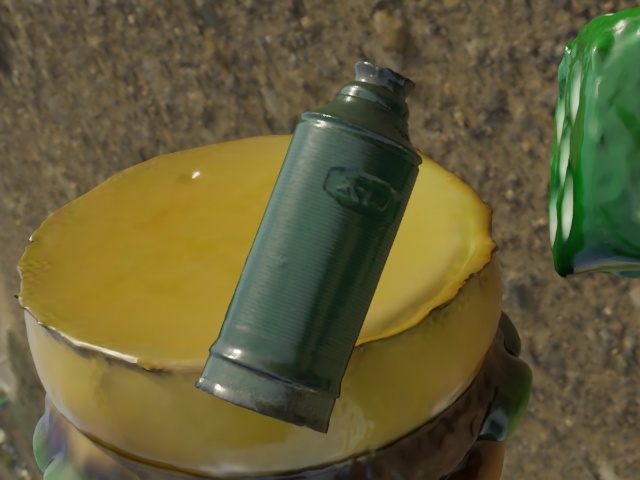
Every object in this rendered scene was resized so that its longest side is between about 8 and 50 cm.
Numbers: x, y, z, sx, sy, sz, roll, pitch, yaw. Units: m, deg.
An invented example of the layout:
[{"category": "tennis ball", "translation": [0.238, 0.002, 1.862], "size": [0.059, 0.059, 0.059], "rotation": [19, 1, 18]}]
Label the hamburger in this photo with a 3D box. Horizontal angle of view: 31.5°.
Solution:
[{"category": "hamburger", "translation": [-0.047, 0.106, 0.919], "size": [0.395, 0.395, 0.278], "rotation": [35, 139, 51]}]

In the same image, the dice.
[{"category": "dice", "translation": [0.174, -0.040, 0.518], "size": [0.131, 0.128, 0.120], "rotation": [37, -125, -83]}]

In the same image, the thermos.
[{"category": "thermos", "translation": [0.003, 0.001, 0.594], "size": [0.073, 0.188, 0.083], "rotation": [20, 176, 13]}]
